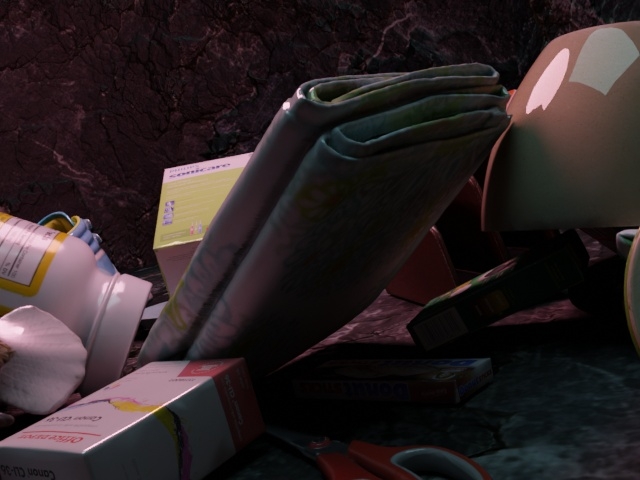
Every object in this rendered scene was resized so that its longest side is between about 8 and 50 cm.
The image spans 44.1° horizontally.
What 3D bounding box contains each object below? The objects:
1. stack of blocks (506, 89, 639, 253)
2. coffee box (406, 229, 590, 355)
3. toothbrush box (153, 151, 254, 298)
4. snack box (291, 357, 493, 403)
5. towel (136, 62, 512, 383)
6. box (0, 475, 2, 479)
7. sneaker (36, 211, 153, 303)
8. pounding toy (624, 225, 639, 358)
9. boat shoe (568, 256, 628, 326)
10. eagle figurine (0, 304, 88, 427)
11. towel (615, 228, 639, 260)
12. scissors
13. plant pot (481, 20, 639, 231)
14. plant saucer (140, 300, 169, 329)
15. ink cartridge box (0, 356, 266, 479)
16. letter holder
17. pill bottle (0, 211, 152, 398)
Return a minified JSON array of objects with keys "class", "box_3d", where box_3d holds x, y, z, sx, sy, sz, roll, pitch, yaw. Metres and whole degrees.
[{"class":"stack of blocks","box_3d":[0.357,-0.088,1.054,0.297,0.087,0.171,30,-6,-14]},{"class":"coffee box","box_3d":[0.186,0.053,0.820,0.184,0.040,0.113,-30,-2,22]},{"class":"toothbrush box","box_3d":[-0.166,-0.032,1.369,0.206,0.122,0.283,-11,33,0]},{"class":"snack box","box_3d":[0.061,0.125,0.708,0.178,0.022,0.064,-8,5,40]},{"class":"towel","box_3d":[0.000,0.000,0.745,0.320,0.090,0.375,-21,-29,-51]},{"class":"box","box_3d":[-0.320,0.165,0.222,0.343,0.179,0.312,-11,4,10]},{"class":"sneaker","box_3d":[-0.396,0.050,1.357,0.127,0.208,0.319,-32,0,-9]},{"class":"pounding toy","box_3d":[0.302,0.041,0.472,0.236,0.183,0.110,-10,-21,12]},{"class":"boat shoe","box_3d":[0.300,0.052,0.748,0.060,0.064,0.178,-12,7,-28]},{"class":"eagle figurine","box_3d":[-0.330,0.087,0.558,0.226,0.225,0.298,17,-29,12]},{"class":"towel","box_3d":[0.407,0.008,0.719,0.247,0.038,0.324,6,7,26]},{"class":"scissors","box_3d":[0.018,0.151,0.560,0.108,0.021,0.297,-15,5,-15]},{"class":"plant pot","box_3d":[0.301,-0.110,0.796,0.283,0.191,0.284,-3,0,0]},{"class":"plant saucer","box_3d":[-0.214,0.120,1.304,0.194,0.038,0.195,-11,4,1]},{"class":"ink cartridge box","box_3d":[-0.149,0.152,0.568,0.115,0.067,0.198,-10,10,37]},{"class":"letter holder","box_3d":[0.161,-0.038,1.063,0.152,0.215,0.302,-26,8,-12]},{"class":"pill bottle","box_3d":[-0.365,0.062,0.854,0.333,0.188,0.188,19,0,-9]}]
